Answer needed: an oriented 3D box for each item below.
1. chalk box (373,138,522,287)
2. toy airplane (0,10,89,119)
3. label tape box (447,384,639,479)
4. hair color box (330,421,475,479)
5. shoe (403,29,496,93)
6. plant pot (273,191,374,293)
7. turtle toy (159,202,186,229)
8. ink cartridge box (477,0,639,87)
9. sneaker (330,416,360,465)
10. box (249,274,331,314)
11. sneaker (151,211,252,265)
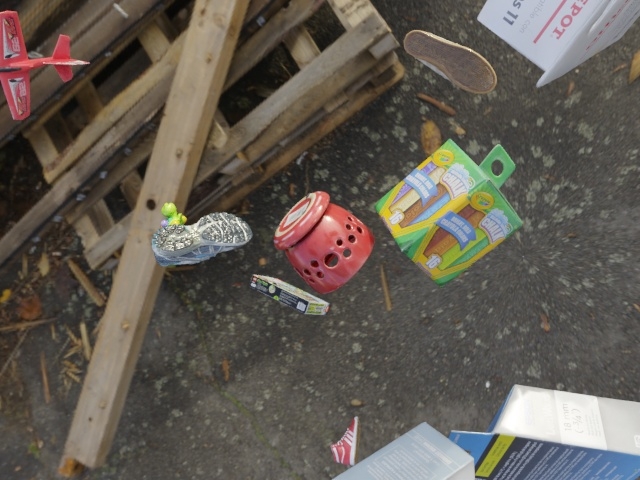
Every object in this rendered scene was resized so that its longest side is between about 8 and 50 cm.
[{"bbox_3d":[0.296,-0.077,1.180,0.289,0.180,0.179,-41,38,15],"label":"chalk box"},{"bbox_3d":[-0.399,-0.245,0.756,0.028,0.151,0.151,39,102,31],"label":"toy airplane"},{"bbox_3d":[0.382,0.368,0.998,0.333,0.241,0.106,7,49,5],"label":"label tape box"},{"bbox_3d":[0.050,0.439,0.770,0.113,0.374,0.186,24,129,54],"label":"hair color box"},{"bbox_3d":[0.281,-0.386,1.174,0.219,0.058,0.077,35,114,10],"label":"shoe"},{"bbox_3d":[0.000,0.000,1.253,0.174,0.191,0.191,42,105,-18],"label":"plant pot"},{"bbox_3d":[-0.447,-0.048,1.648,0.066,0.095,0.130,7,103,2],"label":"turtle toy"},{"bbox_3d":[0.309,-0.310,0.596,0.119,0.353,0.207,43,135,13],"label":"ink cartridge box"},{"bbox_3d":[0.062,0.495,1.361,0.067,0.042,0.119,-3,51,19],"label":"sneaker"},{"bbox_3d":[-0.085,0.151,1.518,0.207,0.114,0.036,21,93,33],"label":"box"},{"bbox_3d":[-0.331,0.004,1.533,0.110,0.282,0.122,66,150,28],"label":"sneaker"}]
